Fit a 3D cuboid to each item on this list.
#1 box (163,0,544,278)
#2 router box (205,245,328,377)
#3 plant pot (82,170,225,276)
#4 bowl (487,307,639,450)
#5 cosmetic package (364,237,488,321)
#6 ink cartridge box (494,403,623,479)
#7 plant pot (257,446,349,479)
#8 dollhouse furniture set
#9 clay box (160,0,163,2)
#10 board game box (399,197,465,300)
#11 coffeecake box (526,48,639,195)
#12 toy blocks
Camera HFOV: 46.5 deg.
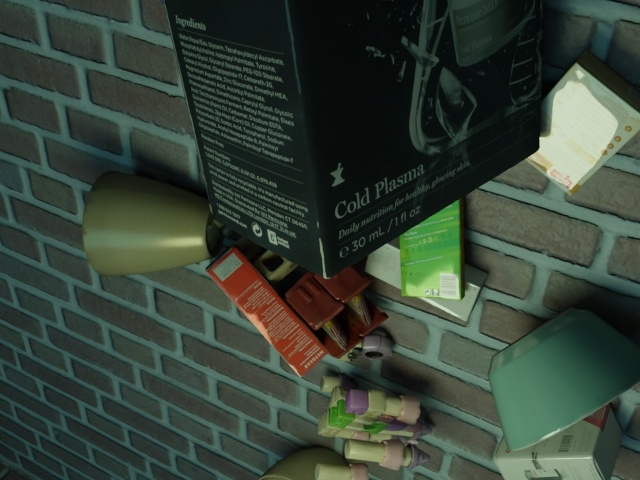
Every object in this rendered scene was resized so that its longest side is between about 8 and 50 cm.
[{"bbox_3d":[0.064,-0.285,1.056,0.297,0.480,0.472,25,135,44],"label":"box"},{"bbox_3d":[-0.134,0.151,1.695,0.301,0.082,0.335,49,172,-6],"label":"router box"},{"bbox_3d":[-0.377,-0.029,1.773,0.274,0.256,0.256,5,125,13],"label":"plant pot"},{"bbox_3d":[0.434,0.238,1.377,0.163,0.311,0.311,57,137,14],"label":"bowl"},{"bbox_3d":[0.215,0.065,1.534,0.239,0.060,0.099,27,133,16],"label":"cosmetic package"},{"bbox_3d":[0.490,0.425,1.536,0.218,0.158,0.092,-15,112,41],"label":"ink cartridge box"},{"bbox_3d":[-0.015,0.685,2.051,0.284,0.191,0.284,18,129,23],"label":"plant pot"},{"bbox_3d":[-0.043,0.061,1.637,0.374,0.152,0.201,44,171,29],"label":"dollhouse furniture set"},{"bbox_3d":[-0.244,-0.508,1.392,0.222,0.053,0.127,-1,152,43],"label":"clay box"},{"bbox_3d":[0.215,-0.015,1.445,0.124,0.039,0.259,3,107,26],"label":"board game box"},{"bbox_3d":[0.417,-0.188,1.207,0.142,0.068,0.185,40,135,4],"label":"coffeecake box"},{"bbox_3d":[0.154,0.411,1.756,0.260,0.309,0.288,11,148,-13],"label":"toy blocks"}]
